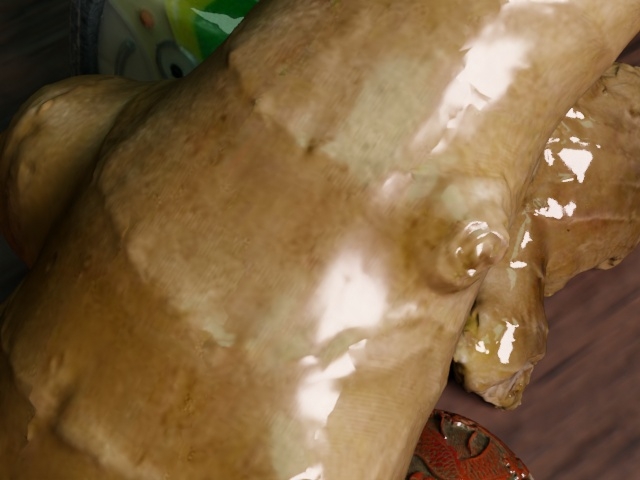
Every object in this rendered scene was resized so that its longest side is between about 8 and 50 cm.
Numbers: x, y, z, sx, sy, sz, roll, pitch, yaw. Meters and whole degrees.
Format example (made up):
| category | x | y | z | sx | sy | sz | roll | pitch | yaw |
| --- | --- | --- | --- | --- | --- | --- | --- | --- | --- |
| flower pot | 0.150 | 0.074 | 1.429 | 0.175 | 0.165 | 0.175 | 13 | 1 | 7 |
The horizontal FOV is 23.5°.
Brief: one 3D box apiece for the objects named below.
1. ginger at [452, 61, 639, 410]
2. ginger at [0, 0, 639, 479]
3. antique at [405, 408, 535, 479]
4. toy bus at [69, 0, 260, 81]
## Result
| category | x | y | z | sx | sy | sz | roll | pitch | yaw |
| --- | --- | --- | --- | --- | --- | --- | --- | --- | --- |
| ginger | 0.105 | -0.002 | 0.691 | 0.067 | 0.096 | 0.165 | 14 | 80 | 44 |
| ginger | -0.010 | -0.006 | 0.554 | 0.166 | 0.236 | 0.375 | 44 | 79 | -27 |
| antique | 0.040 | 0.113 | 0.587 | 0.104 | 0.104 | 0.104 | 5 | 58 | -7 |
| toy bus | 0.032 | -0.124 | 0.707 | 0.164 | 0.134 | 0.276 | 40 | 62 | 16 |
